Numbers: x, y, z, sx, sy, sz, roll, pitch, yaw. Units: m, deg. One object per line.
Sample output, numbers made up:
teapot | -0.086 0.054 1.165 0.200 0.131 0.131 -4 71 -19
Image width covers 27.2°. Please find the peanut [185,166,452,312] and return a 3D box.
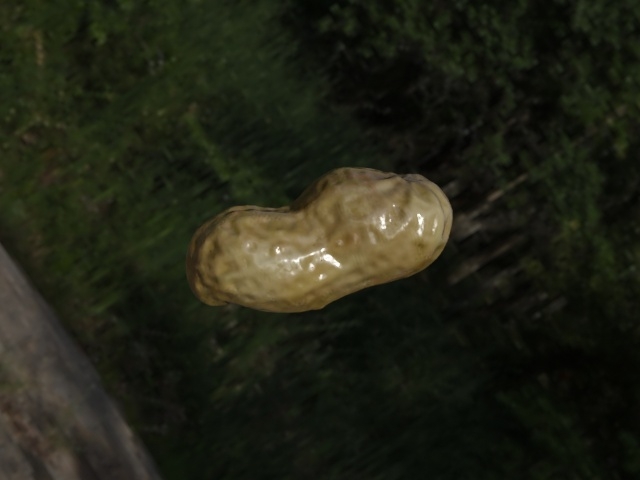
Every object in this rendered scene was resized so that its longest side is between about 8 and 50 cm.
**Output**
peanut | 0.000 0.000 0.539 0.054 0.113 0.054 164 -90 -81
